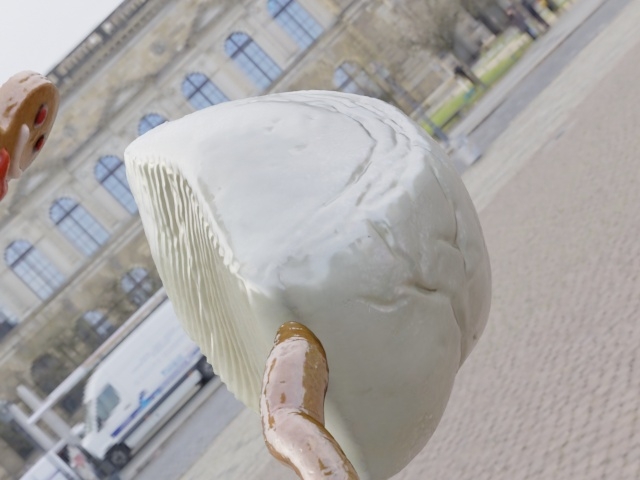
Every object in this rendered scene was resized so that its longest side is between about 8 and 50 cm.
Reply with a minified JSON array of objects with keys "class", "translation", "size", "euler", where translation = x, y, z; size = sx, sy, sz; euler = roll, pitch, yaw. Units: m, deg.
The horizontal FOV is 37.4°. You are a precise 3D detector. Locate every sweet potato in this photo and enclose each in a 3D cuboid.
[{"class":"sweet potato","translation":[-0.010,0.085,0.462],"size":[0.044,0.044,0.179],"euler":[-44,24,12]}]

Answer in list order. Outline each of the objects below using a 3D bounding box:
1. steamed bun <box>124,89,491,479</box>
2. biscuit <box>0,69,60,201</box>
[{"class":"steamed bun","translation":[0.005,-0.001,0.775],"size":[0.236,0.247,0.383],"euler":[-27,26,-18]},{"class":"biscuit","translation":[-0.253,-0.030,0.665],"size":[0.250,0.036,0.165],"euler":[-61,-3,-41]}]
